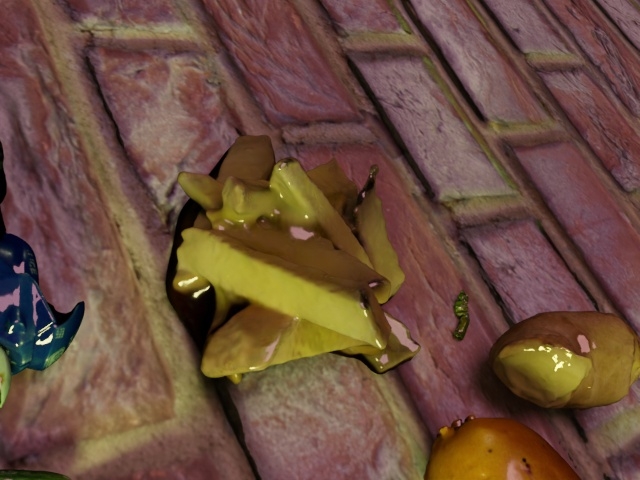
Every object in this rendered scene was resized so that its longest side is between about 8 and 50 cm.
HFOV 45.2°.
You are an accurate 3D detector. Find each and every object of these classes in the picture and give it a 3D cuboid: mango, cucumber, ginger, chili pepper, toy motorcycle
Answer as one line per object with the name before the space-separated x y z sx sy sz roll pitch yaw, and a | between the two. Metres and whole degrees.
mango | 0.229 0.327 0.863 0.201 0.152 0.287 -12 63 -49
cucumber | -0.306 0.229 0.712 0.155 0.037 0.037 10 50 -27
ginger | 0.000 0.000 0.965 0.358 0.211 0.413 15 47 -22
ginger | 0.337 0.167 1.059 0.267 0.138 0.152 -2 13 -34
chili pepper | 0.207 0.109 1.122 0.027 0.022 0.083 24 50 -13
toy motorcycle | -0.360 0.027 0.797 0.196 0.125 0.331 -4 60 -35
